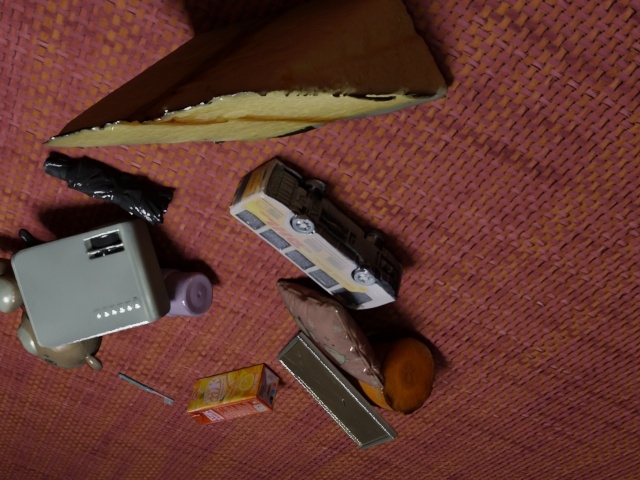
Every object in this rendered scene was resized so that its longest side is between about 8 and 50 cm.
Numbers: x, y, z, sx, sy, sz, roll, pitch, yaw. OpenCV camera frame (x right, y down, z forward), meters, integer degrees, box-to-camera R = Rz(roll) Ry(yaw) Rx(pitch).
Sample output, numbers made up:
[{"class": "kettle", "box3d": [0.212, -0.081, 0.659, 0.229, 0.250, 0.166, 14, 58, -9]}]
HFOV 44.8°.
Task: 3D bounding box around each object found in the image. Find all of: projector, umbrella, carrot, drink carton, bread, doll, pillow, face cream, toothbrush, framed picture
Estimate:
[{"class": "projector", "box3d": [-0.436, 0.078, 1.484, 0.251, 0.108, 0.198, -15, 97, 8]}, {"class": "umbrella", "box3d": [-0.386, -0.095, 1.401, 0.236, 0.066, 0.059, 21, 145, -5]}, {"class": "carrot", "box3d": [0.111, 0.292, 1.670, 0.225, 0.159, 0.159, -11, 136, 46]}, {"class": "drink carton", "box3d": [-0.211, 0.372, 1.865, 0.223, 0.096, 0.071, -17, 132, 30]}, {"class": "bread", "box3d": [-0.081, -0.167, 1.050, 0.346, 0.405, 0.242, -3, 128, 35]}, {"class": "doll", "box3d": [-0.580, 0.140, 1.650, 0.235, 0.174, 0.329, 28, 148, 36]}, {"class": "pillow", "box3d": [0.024, 0.179, 1.539, 0.223, 0.084, 0.236, 25, 153, 55]}, {"class": "face cream", "box3d": [-0.354, 0.106, 1.617, 0.274, 0.096, 0.154, 0, 143, 34]}, {"class": "toothbrush", "box3d": [-0.450, 0.384, 2.002, 0.167, 0.014, 0.011, 34, 144, -23]}, {"class": "framed picture", "box3d": [0.027, 0.330, 1.675, 0.289, 0.016, 0.213, 46, 154, 5]}]

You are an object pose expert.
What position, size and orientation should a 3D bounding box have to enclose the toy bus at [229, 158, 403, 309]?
[{"class": "toy bus", "box3d": [0.000, 0.000, 1.386, 0.138, 0.097, 0.342, -25, 127, 38]}]
